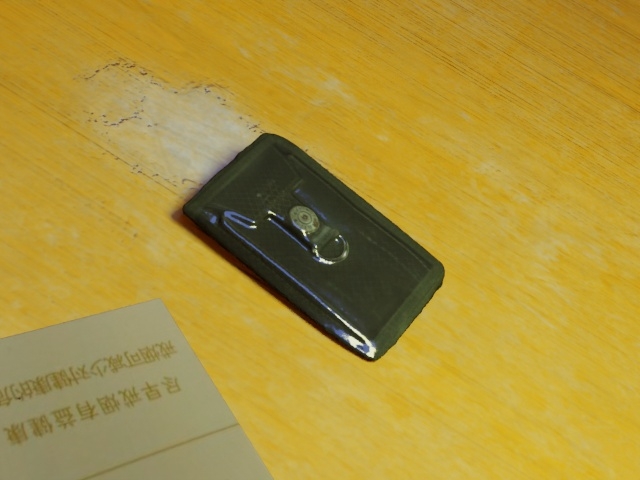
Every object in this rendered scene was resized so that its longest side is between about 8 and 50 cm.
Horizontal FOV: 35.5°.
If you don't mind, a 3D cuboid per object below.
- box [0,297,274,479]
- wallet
[{"bbox_3d":[-0.119,0.210,0.703,0.204,0.051,0.365,-13,55,-39],"label":"box"},{"bbox_3d":[0.000,0.000,0.997,0.245,0.052,0.168,38,45,8],"label":"wallet"}]
